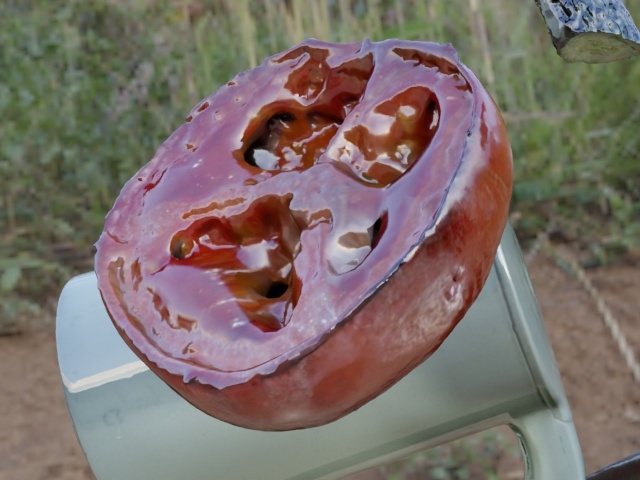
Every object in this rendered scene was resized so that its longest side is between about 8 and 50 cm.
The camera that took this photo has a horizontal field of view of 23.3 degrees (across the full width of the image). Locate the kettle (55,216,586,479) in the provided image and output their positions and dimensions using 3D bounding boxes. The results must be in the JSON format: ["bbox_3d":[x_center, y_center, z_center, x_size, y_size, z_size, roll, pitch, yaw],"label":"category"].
[{"bbox_3d":[0.002,0.098,1.092,0.318,0.265,0.205,-19,-33,9],"label":"kettle"}]

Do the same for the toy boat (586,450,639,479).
[{"bbox_3d":[0.316,0.195,1.179,0.079,0.136,0.392,13,-16,-20],"label":"toy boat"}]

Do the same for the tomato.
[{"bbox_3d":[0.002,0.003,0.789,0.228,0.228,0.101,-14,-42,32],"label":"tomato"}]

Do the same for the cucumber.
[{"bbox_3d":[0.208,-0.266,1.391,0.077,0.265,0.077,-17,-21,-7],"label":"cucumber"}]
